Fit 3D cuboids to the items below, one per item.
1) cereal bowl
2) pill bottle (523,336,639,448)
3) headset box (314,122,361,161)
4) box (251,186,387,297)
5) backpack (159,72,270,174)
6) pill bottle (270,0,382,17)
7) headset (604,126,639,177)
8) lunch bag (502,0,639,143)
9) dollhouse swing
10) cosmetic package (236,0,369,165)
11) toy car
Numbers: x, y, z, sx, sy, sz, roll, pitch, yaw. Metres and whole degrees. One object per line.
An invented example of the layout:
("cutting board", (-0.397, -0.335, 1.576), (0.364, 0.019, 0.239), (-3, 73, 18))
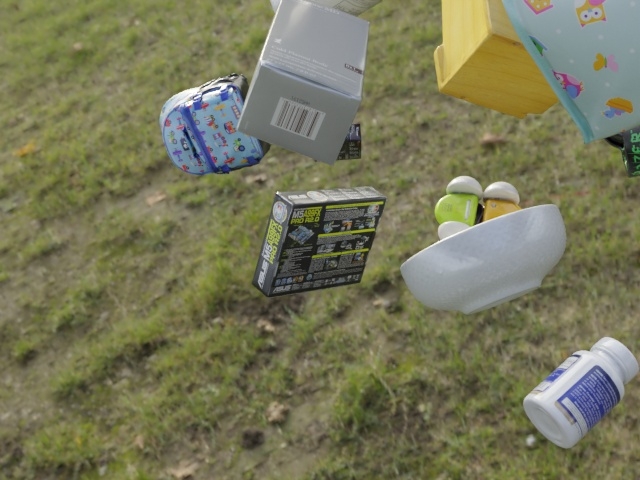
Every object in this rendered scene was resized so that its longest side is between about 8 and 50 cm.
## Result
("cereal bowl", (0.340, 0.057, 1.854), (0.339, 0.339, 0.141), (-19, 80, -4))
("pill bottle", (0.448, 0.254, 1.572), (0.187, 0.112, 0.112), (-37, 38, -16))
("headset box", (0.022, -0.152, 1.435), (0.083, 0.062, 0.032), (-3, 66, 2))
("box", (0.000, 0.000, 1.931), (0.270, 0.216, 0.060), (-7, 32, -41))
("backpack", (-0.190, -0.182, 1.546), (0.173, 0.158, 0.117), (-14, 20, 13))
("pill bottle", (0.032, -0.393, 1.359), (0.229, 0.131, 0.131), (-19, 26, 49))
("headset", (0.615, -0.303, 1.945), (0.185, 0.243, 0.394), (-8, 46, 18))
("lunch bag", (0.327, -0.262, 0.971), (0.223, 0.262, 0.160), (-17, 29, 41))
("dollhouse swing", (0.435, -0.506, 2.104), (0.315, 0.347, 0.305), (17, 75, -7))
("cosmetic package", (-0.015, -0.203, 1.122), (0.127, 0.107, 0.238), (18, 36, -8))
("toy car", (0.326, -0.036, 1.910), (0.182, 0.136, 0.159), (9, 62, 8))
